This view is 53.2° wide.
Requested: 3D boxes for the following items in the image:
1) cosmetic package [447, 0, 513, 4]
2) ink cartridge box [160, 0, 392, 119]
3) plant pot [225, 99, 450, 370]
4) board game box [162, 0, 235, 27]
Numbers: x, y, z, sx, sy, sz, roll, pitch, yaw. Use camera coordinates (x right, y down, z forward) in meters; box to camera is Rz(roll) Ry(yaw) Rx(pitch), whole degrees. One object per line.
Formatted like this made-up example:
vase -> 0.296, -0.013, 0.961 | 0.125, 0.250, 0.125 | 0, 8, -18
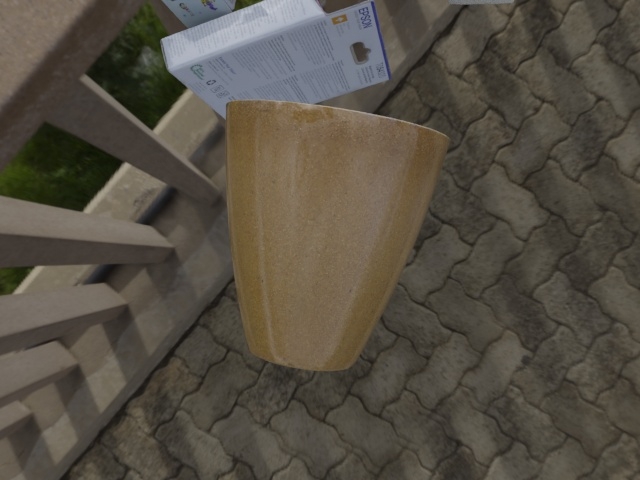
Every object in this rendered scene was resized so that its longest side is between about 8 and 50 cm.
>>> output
cosmetic package -> 0.244, -0.542, 1.035 | 0.129, 0.296, 0.153 | 12, 71, 33
ink cartridge box -> -0.055, -0.311, 1.100 | 0.330, 0.324, 0.071 | -17, 81, 8
plant pot -> 0.000, 0.000, 0.683 | 0.237, 0.237, 0.254 | 9, 93, -1
board game box -> -0.234, -0.506, 0.937 | 0.097, 0.303, 0.224 | -9, 61, 27
